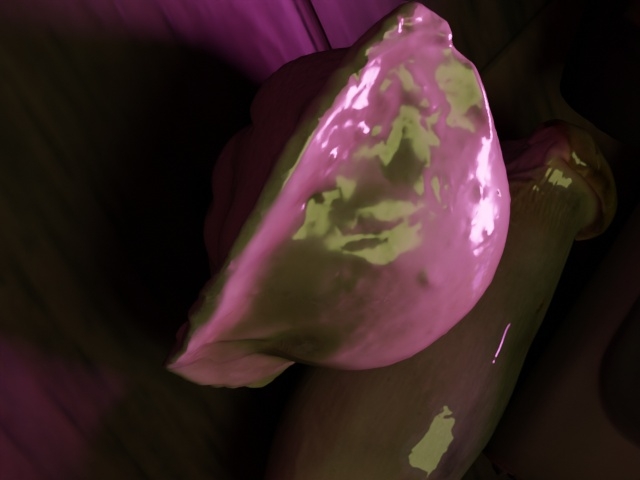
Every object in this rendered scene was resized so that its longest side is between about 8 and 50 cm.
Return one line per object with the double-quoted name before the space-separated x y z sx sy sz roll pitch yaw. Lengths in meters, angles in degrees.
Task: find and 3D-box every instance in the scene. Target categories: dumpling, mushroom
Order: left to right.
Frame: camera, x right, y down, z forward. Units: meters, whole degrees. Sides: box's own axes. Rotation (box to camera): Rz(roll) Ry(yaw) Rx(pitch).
"dumpling" -0.002 -0.003 0.683 0.155 0.111 0.181 -43 134 -26
"mushroom" 0.054 0.042 0.803 0.225 0.093 0.116 -65 152 -6

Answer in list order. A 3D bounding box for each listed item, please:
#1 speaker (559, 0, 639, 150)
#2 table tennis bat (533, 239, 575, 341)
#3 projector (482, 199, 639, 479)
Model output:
"speaker" 0.218 -0.221 0.799 0.259 0.198 0.330 -72 -177 -54
"table tennis bat" 0.089 0.043 0.893 0.095 0.014 0.158 -3 115 -47
"projector" 0.269 0.088 0.923 0.249 0.248 0.248 -57 147 -3
